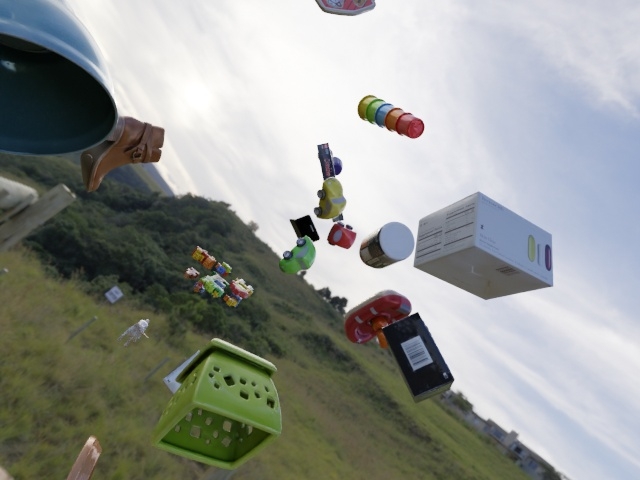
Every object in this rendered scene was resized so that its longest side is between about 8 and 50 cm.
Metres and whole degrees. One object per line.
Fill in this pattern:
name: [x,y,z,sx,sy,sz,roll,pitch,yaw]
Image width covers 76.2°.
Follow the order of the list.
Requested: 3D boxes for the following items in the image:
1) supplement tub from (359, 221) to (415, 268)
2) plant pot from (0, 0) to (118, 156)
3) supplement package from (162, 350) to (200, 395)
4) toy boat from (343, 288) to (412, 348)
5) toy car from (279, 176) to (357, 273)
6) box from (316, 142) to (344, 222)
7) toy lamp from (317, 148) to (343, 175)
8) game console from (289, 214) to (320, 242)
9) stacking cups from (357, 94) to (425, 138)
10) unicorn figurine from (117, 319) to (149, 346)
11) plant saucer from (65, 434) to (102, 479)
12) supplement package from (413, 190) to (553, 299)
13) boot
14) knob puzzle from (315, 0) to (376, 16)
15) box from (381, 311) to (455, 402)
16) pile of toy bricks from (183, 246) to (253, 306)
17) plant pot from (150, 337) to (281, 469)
supplement tub: [0.315,0.034,2.023,0.193,0.193,0.316,48,-19,-1]
plant pot: [-0.492,-0.299,0.663,0.293,0.293,0.196,97,-16,-70]
supplement package: [-0.414,0.473,1.335,0.134,0.139,0.244,48,-28,7]
toy boat: [0.184,0.267,1.278,0.151,0.231,0.151,28,36,-39]
toy car: [0.000,0.000,0.944,0.053,0.225,0.239,33,-21,33]
box: [0.036,-0.198,1.418,0.159,0.044,0.233,64,15,-71]
toy lamp: [0.039,-0.321,1.664,0.080,0.080,0.274,56,4,-25]
game console: [-0.069,-0.048,1.750,0.071,0.107,0.122,-77,144,-70]
stacking cups: [0.229,-0.397,1.345,0.096,0.096,0.316,61,-4,-38]
unicorn figurine: [-0.608,0.300,1.346,0.060,0.111,0.162,44,6,-18]
plant saucer: [-0.500,0.507,0.831,0.037,0.199,0.200,24,-10,-14]
supplement package: [0.404,0.025,1.018,0.262,0.145,0.204,23,-27,-22]
boot: [-0.647,-0.276,1.341,0.109,0.283,0.220,41,27,31]
knob puzzle: [0.051,-0.611,0.966,0.213,0.213,0.030,48,-23,1]
box: [0.214,0.264,0.906,0.158,0.093,0.156,62,4,-60]
pile of toy bricks: [-0.308,0.119,1.156,0.212,0.118,0.105,39,11,6]
plant pot: [-0.240,0.387,0.994,0.227,0.228,0.207,31,29,-23]
